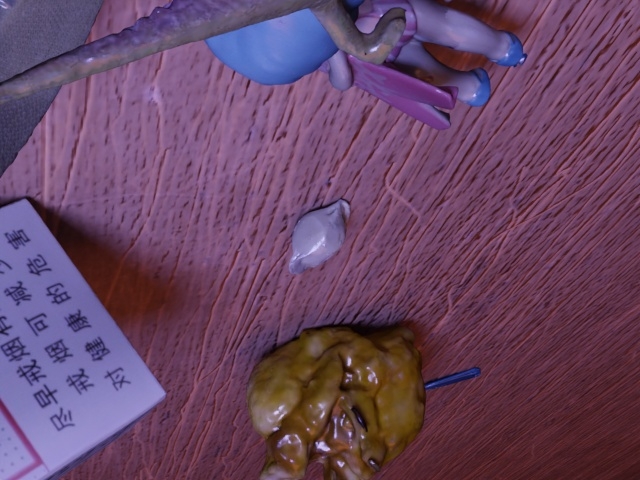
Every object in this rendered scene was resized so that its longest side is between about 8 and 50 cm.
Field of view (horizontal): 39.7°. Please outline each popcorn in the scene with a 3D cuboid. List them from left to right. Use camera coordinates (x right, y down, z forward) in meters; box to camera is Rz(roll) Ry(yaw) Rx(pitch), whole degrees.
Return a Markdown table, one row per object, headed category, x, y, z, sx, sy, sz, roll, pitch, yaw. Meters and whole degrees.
| category | x | y | z | sx | sy | sz | roll | pitch | yaw |
| --- | --- | --- | --- | --- | --- | --- | --- | --- | --- |
| popcorn | 0.013 | 0.201 | 1.092 | 0.253 | 0.190 | 0.191 | -43 | -172 | -40 |

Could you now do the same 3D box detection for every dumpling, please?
| category | x | y | z | sx | sy | sz | roll | pitch | yaw |
| --- | --- | --- | --- | --- | --- | --- | --- | --- | --- |
| dumpling | 0.002 | 0.001 | 0.865 | 0.052 | 0.076 | 0.057 | -3 | 155 | 30 |

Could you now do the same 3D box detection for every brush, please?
| category | x | y | z | sx | sy | sz | roll | pitch | yaw |
| --- | --- | --- | --- | --- | --- | --- | --- | --- | --- |
| brush | 0.170 | 0.226 | 1.377 | 0.164 | 0.014 | 0.051 | -17 | 152 | 2 |

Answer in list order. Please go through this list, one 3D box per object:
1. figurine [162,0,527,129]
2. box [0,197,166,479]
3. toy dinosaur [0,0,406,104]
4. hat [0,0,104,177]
| category | x | y | z | sx | sy | sz | roll | pitch | yaw |
| --- | --- | --- | --- | --- | --- | --- | --- | --- | --- |
| figurine | 0.044 | -0.150 | 0.572 | 0.260 | 0.103 | 0.205 | 12 | 142 | -36 |
| box | -0.302 | 0.121 | 0.637 | 0.330 | 0.210 | 0.095 | -31 | 171 | -48 |
| toy dinosaur | -0.028 | -0.146 | 0.448 | 0.199 | 0.072 | 0.251 | 23 | 104 | -28 |
| hat | -0.192 | -0.146 | 0.418 | 0.130 | 0.257 | 0.257 | 25 | 142 | -4 |
